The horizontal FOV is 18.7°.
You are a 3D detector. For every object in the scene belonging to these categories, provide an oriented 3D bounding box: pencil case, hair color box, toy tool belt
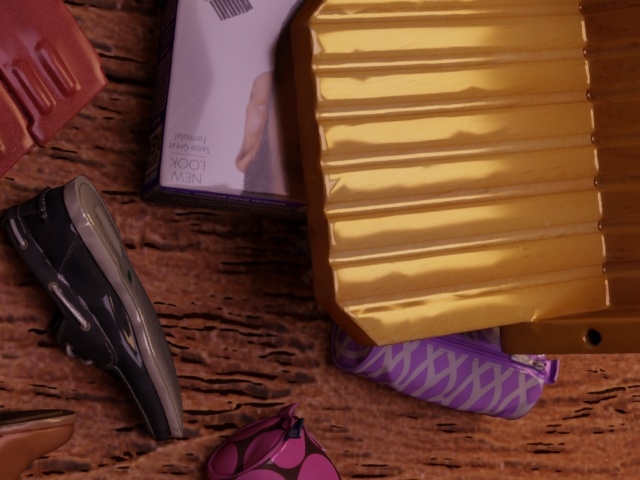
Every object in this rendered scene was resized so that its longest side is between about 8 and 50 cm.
[{"bbox_3d":[0.109,0.101,1.706,0.206,0.088,0.086,16,76,-30],"label":"pencil case"},{"bbox_3d":[-0.034,-0.192,1.595,0.185,0.110,0.339,7,84,-13],"label":"hair color box"},{"bbox_3d":[-0.002,0.243,1.628,0.209,0.095,0.098,59,45,-18],"label":"pencil case"},{"bbox_3d":[0.000,0.000,1.672,0.051,0.052,0.083,41,59,11],"label":"toy tool belt"}]

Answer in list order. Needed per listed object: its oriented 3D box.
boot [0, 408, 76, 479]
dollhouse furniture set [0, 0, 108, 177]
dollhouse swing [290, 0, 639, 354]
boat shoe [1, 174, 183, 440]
[{"bbox_3d":[-0.260,0.219,1.475,0.197,0.073,0.152,-20,97,-20],"label":"boot"},{"bbox_3d":[-0.341,-0.208,1.371,0.152,0.201,0.374,-43,110,-27],"label":"dollhouse furniture set"},{"bbox_3d":[0.197,-0.079,1.508,0.305,0.315,0.347,-6,92,-51],"label":"dollhouse swing"},{"bbox_3d":[-0.174,0.062,1.548,0.079,0.084,0.233,-23,110,7],"label":"boat shoe"}]
